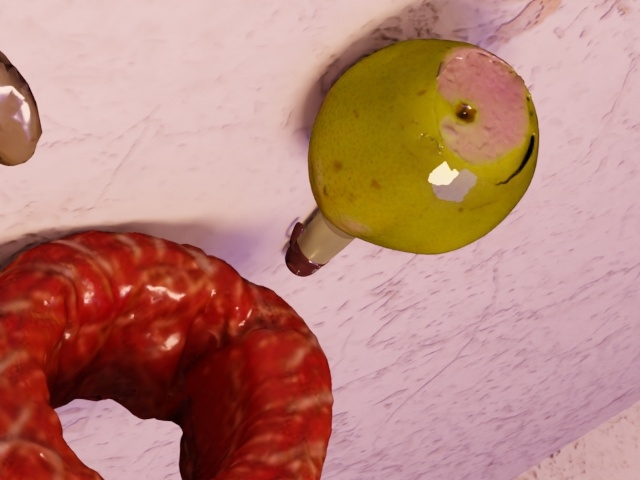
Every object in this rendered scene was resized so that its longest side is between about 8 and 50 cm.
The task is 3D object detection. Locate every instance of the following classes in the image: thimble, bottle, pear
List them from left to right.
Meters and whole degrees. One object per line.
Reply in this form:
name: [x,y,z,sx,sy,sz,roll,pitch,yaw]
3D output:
thimble: [-0.176,0.169,1.214,0.350,0.350,0.230,-7,146,-37]
bottle: [-0.001,-0.001,1.399,0.063,0.047,0.101,29,134,-18]
pear: [0.077,-0.071,1.196,0.187,0.187,0.219,-9,170,-35]

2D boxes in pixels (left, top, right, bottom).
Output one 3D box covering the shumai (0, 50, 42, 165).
shumai: [-0.294,-0.036,0.748,0.262,0.267,0.314,-36,169,23]
